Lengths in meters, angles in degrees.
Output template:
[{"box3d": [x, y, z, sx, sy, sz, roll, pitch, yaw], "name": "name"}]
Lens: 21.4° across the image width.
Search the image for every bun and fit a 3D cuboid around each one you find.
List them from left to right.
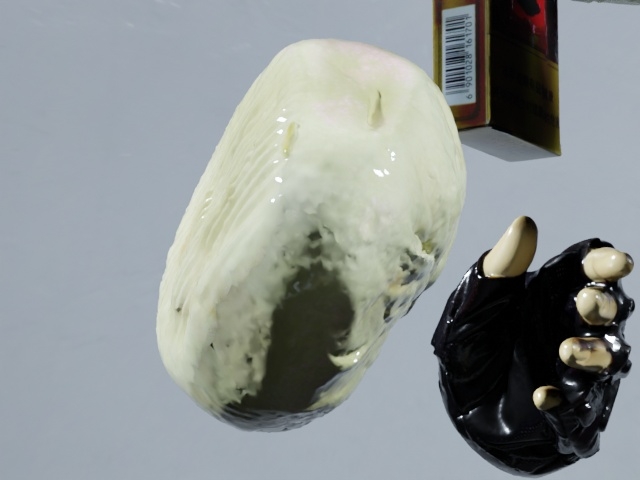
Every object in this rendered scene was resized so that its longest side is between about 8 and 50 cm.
[{"box3d": [0.000, 0.000, 1.493, 0.213, 0.361, 0.361, 23, 95, -14], "name": "bun"}]

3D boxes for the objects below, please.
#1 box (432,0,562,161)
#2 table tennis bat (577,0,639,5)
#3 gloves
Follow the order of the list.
[{"box3d": [0.174, -0.207, 1.653, 0.071, 0.159, 0.240, -7, 77, 35], "name": "box"}, {"box3d": [0.247, -0.174, 1.091, 0.224, 0.369, 0.054, 47, 122, 31], "name": "table tennis bat"}, {"box3d": [0.162, 0.070, 1.174, 0.164, 0.124, 0.203, 53, 132, 5], "name": "gloves"}]
